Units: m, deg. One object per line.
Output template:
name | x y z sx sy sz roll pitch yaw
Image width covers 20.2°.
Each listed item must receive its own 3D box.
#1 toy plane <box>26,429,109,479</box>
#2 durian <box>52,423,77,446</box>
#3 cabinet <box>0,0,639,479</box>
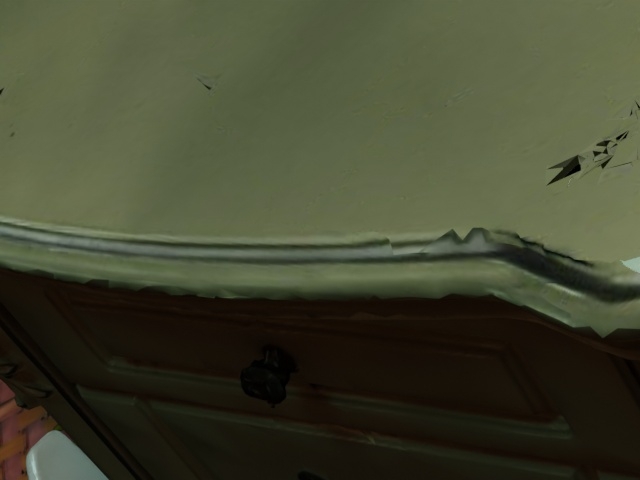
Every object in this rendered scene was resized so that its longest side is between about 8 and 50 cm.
toy plane | -0.124 0.182 0.681 0.252 0.118 0.252 -48 1 2
durian | 0.000 0.000 0.842 0.352 0.158 0.169 -22 -5 16
cabinet | 0.083 0.029 0.547 0.290 0.318 0.227 4 50 41
